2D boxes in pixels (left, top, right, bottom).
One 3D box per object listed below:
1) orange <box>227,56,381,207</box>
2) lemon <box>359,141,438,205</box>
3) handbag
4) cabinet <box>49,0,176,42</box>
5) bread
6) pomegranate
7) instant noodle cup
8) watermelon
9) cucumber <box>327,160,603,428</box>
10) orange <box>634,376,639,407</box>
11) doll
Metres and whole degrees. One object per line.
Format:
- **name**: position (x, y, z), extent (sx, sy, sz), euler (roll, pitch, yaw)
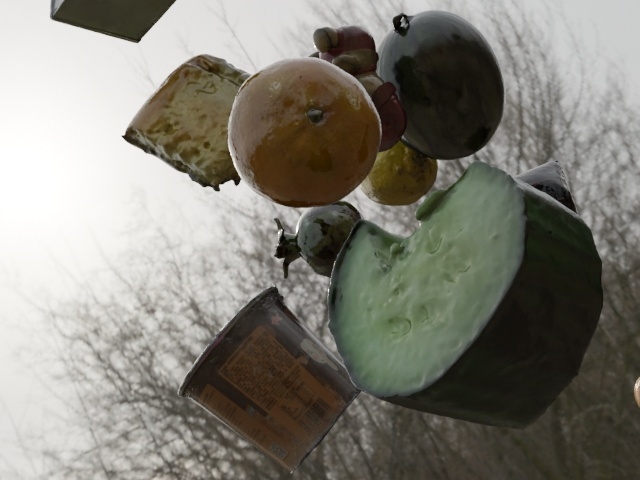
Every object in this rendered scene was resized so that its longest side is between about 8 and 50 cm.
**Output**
- **orange**: position (-0.016, -0.109, 0.832), extent (0.156, 0.156, 0.124), euler (-27, -6, -9)
- **lemon**: position (0.185, -0.183, 2.038), extent (0.204, 0.204, 0.260), euler (-23, 5, -19)
- **handbag**: position (0.489, -0.077, 1.882), extent (0.169, 0.155, 0.215), euler (-18, 24, 16)
- **cabinet**: position (-0.294, -0.420, 1.238), extent (0.150, 0.145, 0.206), euler (9, -20, -34)
- **bread**: position (-0.144, -0.179, 1.197), extent (0.262, 0.204, 0.162), euler (-27, -42, -61)
- **pomegranate**: position (0.000, -0.004, 1.461), extent (0.169, 0.148, 0.148), euler (-6, -23, 1)
- **instant noodle cup**: position (-0.064, 0.210, 1.223), extent (0.217, 0.207, 0.217), euler (-49, -8, -9)
- **watermelon**: position (0.253, -0.345, 1.809), extent (0.279, 0.359, 0.279), euler (-26, 23, 12)
- **cucumber**: position (0.108, 0.047, 0.621), extent (0.130, 0.191, 0.191), euler (18, -49, -36)
- **orange**: position (0.516, 0.228, 1.257), extent (0.083, 0.070, 0.083), euler (-46, -17, -18)
- **doll**: position (0.069, -0.290, 1.611), extent (0.152, 0.255, 0.196), euler (-29, -5, 21)
